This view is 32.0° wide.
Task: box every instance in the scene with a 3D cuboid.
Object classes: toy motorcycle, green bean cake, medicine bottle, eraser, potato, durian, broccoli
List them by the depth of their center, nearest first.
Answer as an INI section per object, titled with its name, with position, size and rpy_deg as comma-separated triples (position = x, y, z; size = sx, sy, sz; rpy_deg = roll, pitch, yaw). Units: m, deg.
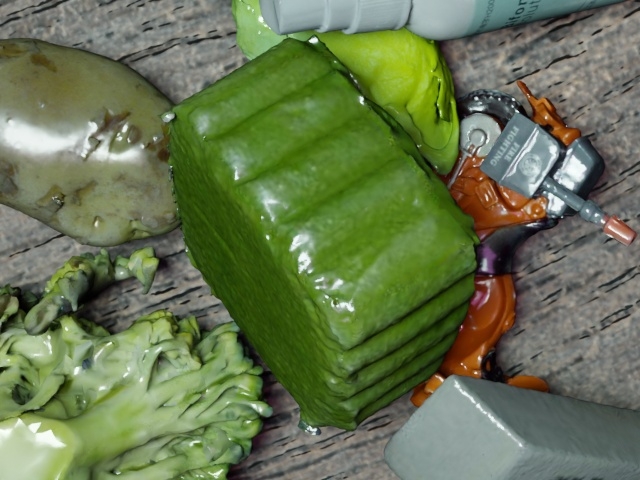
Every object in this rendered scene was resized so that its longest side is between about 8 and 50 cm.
[green bean cake]
position = 0.000, 0.000, 0.890
size = 0.156, 0.247, 0.250
rpy_deg = -32, 65, -20
[medicine bottle]
position = 0.119, -0.224, 0.925
size = 0.352, 0.110, 0.110
rpy_deg = -16, 99, -20
[durian]
position = 0.028, -0.160, 0.989
size = 0.250, 0.101, 0.139
rpy_deg = 34, 65, -1
[eraser]
position = 0.225, 0.206, 0.991
size = 0.352, 0.077, 0.111
rpy_deg = 15, 126, -34
[potato]
position = -0.229, -0.093, 0.994
size = 0.262, 0.165, 0.165
rpy_deg = 26, 98, -7
[broccoli]
position = -0.222, 0.171, 1.006
size = 0.334, 0.272, 0.324
rpy_deg = 26, 59, 4
[toy motorcycle]
position = 0.145, 0.028, 1.013
size = 0.221, 0.148, 0.325
rpy_deg = 36, 105, 18
